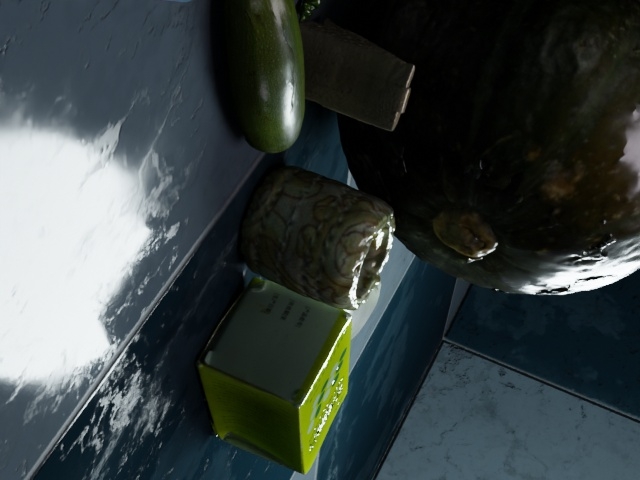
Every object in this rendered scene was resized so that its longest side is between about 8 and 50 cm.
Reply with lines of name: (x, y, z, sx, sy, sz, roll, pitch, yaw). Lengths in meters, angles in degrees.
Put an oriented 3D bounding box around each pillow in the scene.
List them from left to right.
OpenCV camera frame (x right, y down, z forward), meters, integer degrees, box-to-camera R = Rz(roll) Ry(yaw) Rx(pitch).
pillow: (0.020, 0.109, 1.742, 0.144, 0.078, 0.254, -59, 166, 4)

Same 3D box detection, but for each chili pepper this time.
chili pepper: (-0.005, -0.262, 1.184, 0.027, 0.022, 0.083, -124, -132, -65)

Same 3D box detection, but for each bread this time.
bread: (0.037, -0.173, 1.214, 0.105, 0.152, 0.077, -24, 135, -64)

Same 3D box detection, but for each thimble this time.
thimble: (0.000, 0.000, 1.346, 0.190, 0.144, 0.137, 53, 60, -75)

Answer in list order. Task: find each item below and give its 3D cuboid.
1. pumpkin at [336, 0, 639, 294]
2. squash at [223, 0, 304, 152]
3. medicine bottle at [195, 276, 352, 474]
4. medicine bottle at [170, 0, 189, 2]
pumpkin: (0.229, -0.127, 1.383, 0.344, 0.454, 0.454, -59, 164, -21)
squash: (-0.048, -0.153, 1.074, 0.318, 0.071, 0.080, 82, 32, -65)
medicine bottle: (-0.050, 0.169, 1.431, 0.250, 0.141, 0.137, 88, 25, -60)
medicine bottle: (-0.125, -0.202, 0.652, 0.119, 0.094, 0.188, -70, 167, 15)
